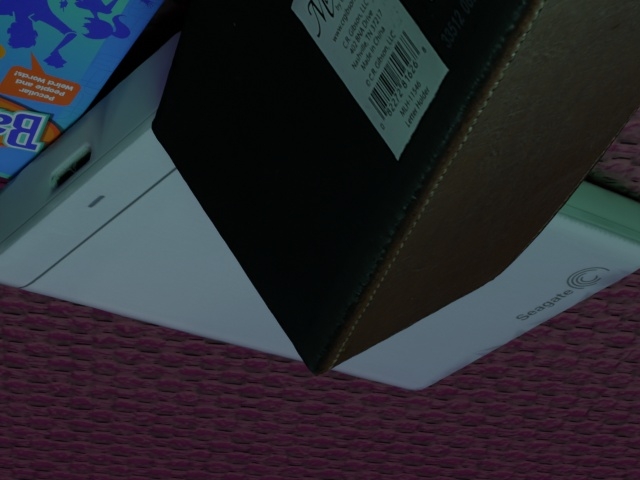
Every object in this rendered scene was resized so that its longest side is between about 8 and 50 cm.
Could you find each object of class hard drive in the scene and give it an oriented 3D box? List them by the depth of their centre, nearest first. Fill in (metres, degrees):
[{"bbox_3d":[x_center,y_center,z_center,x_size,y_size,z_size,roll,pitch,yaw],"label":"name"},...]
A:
[{"bbox_3d":[0.000,0.000,0.951,0.353,0.047,0.233,17,143,-37],"label":"hard drive"}]

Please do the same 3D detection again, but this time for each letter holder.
[{"bbox_3d":[0.080,-0.109,0.658,0.214,0.152,0.302,-24,159,-28],"label":"letter holder"}]

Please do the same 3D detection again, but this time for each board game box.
[{"bbox_3d":[-0.185,-0.118,0.814,0.160,0.047,0.210,17,145,-23],"label":"board game box"}]
